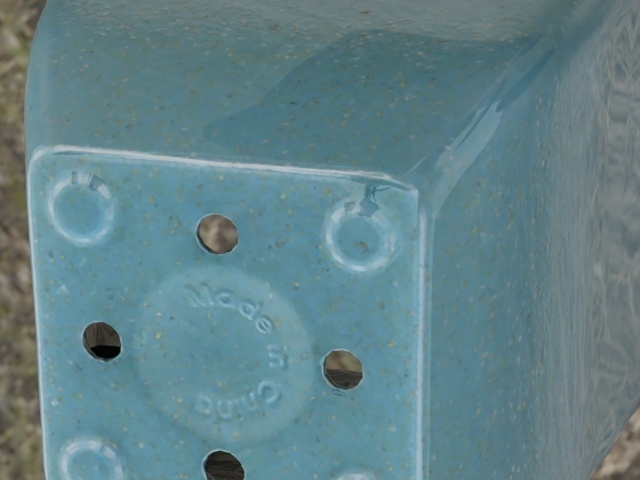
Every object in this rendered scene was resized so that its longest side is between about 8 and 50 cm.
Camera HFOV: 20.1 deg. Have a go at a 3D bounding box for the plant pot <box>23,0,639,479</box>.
[{"bbox_3d":[0.000,0.000,0.745,0.248,0.252,0.247,5,110,15],"label":"plant pot"}]
